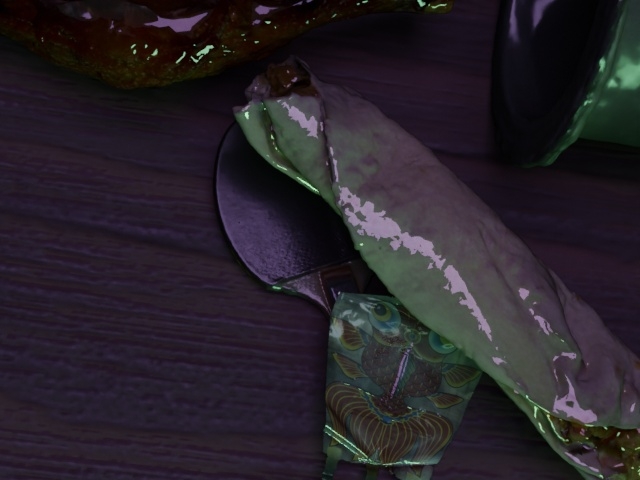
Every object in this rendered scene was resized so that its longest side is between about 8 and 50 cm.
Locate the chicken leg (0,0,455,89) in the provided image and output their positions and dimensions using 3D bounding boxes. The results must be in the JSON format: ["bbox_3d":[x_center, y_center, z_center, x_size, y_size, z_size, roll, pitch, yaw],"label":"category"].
[{"bbox_3d":[-0.104,-0.172,0.990,0.407,0.096,0.158,8,60,3],"label":"chicken leg"}]

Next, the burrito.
[{"bbox_3d":[0.095,0.024,0.975,0.392,0.076,0.117,45,40,-1],"label":"burrito"}]

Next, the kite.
[{"bbox_3d":[0.033,0.147,0.978,0.127,0.016,0.229,25,76,-18],"label":"kite"}]

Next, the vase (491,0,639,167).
[{"bbox_3d":[0.290,-0.139,0.990,0.291,0.245,0.245,12,76,-11],"label":"vase"}]

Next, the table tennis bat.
[{"bbox_3d":[0.000,0.000,1.015,0.130,0.019,0.220,-16,80,-15],"label":"table tennis bat"}]
